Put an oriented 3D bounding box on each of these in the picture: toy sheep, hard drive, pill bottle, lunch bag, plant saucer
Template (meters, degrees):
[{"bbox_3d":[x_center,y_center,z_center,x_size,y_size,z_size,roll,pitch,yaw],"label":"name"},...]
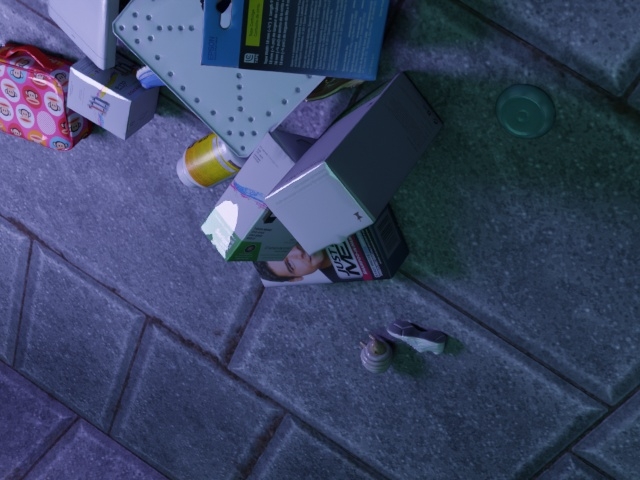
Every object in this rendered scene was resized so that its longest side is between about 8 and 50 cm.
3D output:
[{"bbox_3d":[0.144,0.298,2.222,0.091,0.091,0.132,18,146,20],"label":"toy sheep"},{"bbox_3d":[-0.524,-0.583,1.908,0.233,0.047,0.353,46,143,20],"label":"hard drive"},{"bbox_3d":[-0.245,-0.196,2.051,0.215,0.117,0.117,-21,111,41],"label":"pill bottle"},{"bbox_3d":[-0.734,-0.382,2.213,0.293,0.120,0.258,20,132,19],"label":"lunch bag"},{"bbox_3d":[0.393,-0.244,1.672,0.119,0.021,0.119,18,132,21],"label":"plant saucer"}]

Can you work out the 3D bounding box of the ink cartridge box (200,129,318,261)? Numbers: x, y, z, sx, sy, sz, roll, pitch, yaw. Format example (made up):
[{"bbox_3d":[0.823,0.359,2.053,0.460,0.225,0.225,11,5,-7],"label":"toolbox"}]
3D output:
[{"bbox_3d":[-0.096,-0.089,1.881,0.117,0.201,0.278,50,116,25],"label":"ink cartridge box"}]

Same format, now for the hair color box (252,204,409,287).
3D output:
[{"bbox_3d":[0.000,0.000,2.053,0.375,0.113,0.185,-6,120,36],"label":"hair color box"}]

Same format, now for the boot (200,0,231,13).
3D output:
[{"bbox_3d":[-0.113,-0.534,1.629,0.207,0.094,0.246,12,103,10],"label":"boot"}]

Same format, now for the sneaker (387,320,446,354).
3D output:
[{"bbox_3d":[0.235,0.246,2.142,0.152,0.053,0.061,16,134,21],"label":"sneaker"}]

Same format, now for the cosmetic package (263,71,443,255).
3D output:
[{"bbox_3d":[0.073,-0.155,1.703,0.197,0.365,0.155,-28,107,42],"label":"cosmetic package"}]

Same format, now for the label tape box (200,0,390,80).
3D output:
[{"bbox_3d":[-0.045,-0.435,1.588,0.334,0.106,0.240,4,125,-8],"label":"label tape box"}]

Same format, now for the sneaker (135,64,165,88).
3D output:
[{"bbox_3d":[-0.271,-0.363,1.927,0.330,0.130,0.147,-1,121,33],"label":"sneaker"}]

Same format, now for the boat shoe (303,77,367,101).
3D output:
[{"bbox_3d":[0.029,-0.340,1.804,0.178,0.064,0.060,-16,109,33],"label":"boat shoe"}]

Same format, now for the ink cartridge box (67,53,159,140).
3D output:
[{"bbox_3d":[-0.492,-0.352,2.065,0.176,0.128,0.127,30,135,7],"label":"ink cartridge box"}]

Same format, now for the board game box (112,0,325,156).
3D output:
[{"bbox_3d":[-0.163,-0.433,1.755,0.390,0.050,0.390,45,111,-6],"label":"board game box"}]
